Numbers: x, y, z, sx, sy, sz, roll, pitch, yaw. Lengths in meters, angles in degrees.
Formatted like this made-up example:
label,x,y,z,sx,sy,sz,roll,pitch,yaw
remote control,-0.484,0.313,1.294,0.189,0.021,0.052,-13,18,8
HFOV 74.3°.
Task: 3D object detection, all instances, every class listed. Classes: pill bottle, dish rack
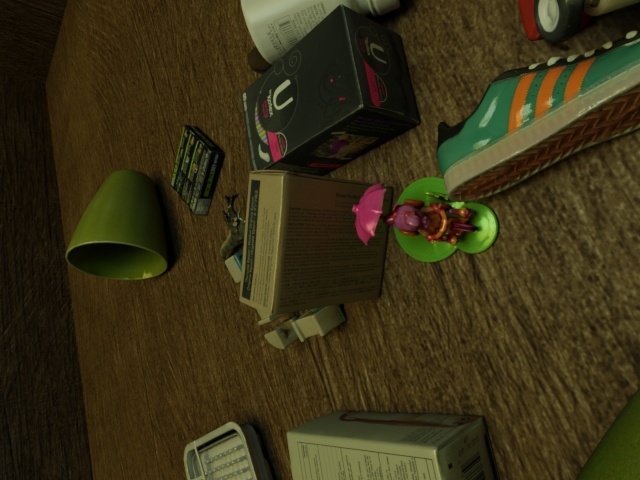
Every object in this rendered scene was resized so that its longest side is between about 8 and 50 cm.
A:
label,x,y,z,sx,sy,sz,roll,pitch,yaw
pill bottle,0.002,-0.382,0.674,0.229,0.131,0.131,-13,79,18
dish rack,-0.204,0.591,0.994,0.333,0.072,0.285,-42,60,39

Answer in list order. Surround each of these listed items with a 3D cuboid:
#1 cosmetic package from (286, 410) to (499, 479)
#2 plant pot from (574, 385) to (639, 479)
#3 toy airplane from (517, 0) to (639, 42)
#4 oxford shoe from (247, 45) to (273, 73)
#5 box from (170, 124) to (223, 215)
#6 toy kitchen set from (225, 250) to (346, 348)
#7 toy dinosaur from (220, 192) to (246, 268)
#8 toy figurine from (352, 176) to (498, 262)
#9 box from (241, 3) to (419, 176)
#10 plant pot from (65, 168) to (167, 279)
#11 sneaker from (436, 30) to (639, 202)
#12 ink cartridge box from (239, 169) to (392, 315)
label,x,y,z,sx,sy,sz,roll,pitch,yaw
cosmetic package,0.097,0.348,0.628,0.296,0.129,0.153,-19,78,45
plant pot,0.334,0.213,0.250,0.366,0.367,0.352,19,92,45
toy airplane,0.222,-0.392,0.311,0.384,0.386,0.272,-46,43,39
oxford shoe,-0.090,-0.403,0.848,0.227,0.096,0.082,-6,88,48
box,-0.344,-0.193,1.159,0.184,0.045,0.190,44,122,40
toy kitchen set,-0.054,0.084,0.824,0.166,0.122,0.207,-29,90,43
toy dinosaur,-0.195,-0.036,0.991,0.268,0.064,0.118,-38,70,44
toy figurine,0.124,-0.026,0.573,0.173,0.159,0.130,18,103,45
box,0.003,-0.223,0.712,0.270,0.143,0.165,-21,76,45
plant pot,-0.605,-0.064,1.309,0.275,0.275,0.293,-31,53,43
sneaker,0.258,-0.159,0.466,0.302,0.108,0.121,-28,64,37
ink cartridge box,0.000,0.000,0.650,0.088,0.235,0.193,12,98,46
